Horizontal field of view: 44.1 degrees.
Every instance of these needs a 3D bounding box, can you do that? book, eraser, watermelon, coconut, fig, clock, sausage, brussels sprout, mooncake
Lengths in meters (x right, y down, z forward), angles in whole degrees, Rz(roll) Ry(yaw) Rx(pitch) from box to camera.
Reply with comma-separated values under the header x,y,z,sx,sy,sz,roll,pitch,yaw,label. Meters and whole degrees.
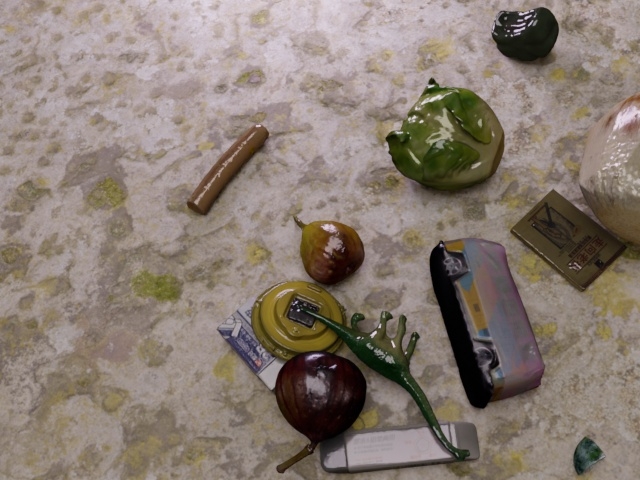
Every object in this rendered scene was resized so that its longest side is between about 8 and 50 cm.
x,y,z,sx,sy,sz,roll,pitch,yaw,label
0.600,-0.003,1.927,0.161,0.026,0.231,-42,67,-11,book
-0.135,0.251,1.897,0.124,0.068,0.210,-40,67,-12,eraser
0.584,0.471,1.706,0.061,0.085,0.085,18,66,-16,watermelon
0.803,-0.191,1.809,0.415,0.345,0.416,-4,67,9,coconut
-0.001,0.366,1.723,0.203,0.186,0.250,10,51,-8,fig
-0.047,0.180,1.877,0.237,0.057,0.237,8,50,-9,clock
0.000,0.000,1.970,0.159,0.159,0.257,-39,45,-10,fig
-0.247,-0.198,2.126,0.065,0.066,0.301,32,72,20,sausage
0.316,-0.255,1.983,0.294,0.227,0.260,18,83,8,brussels sprout
0.175,0.460,1.756,0.351,0.061,0.089,-7,65,6,eraser
0.547,-0.559,2.119,0.168,0.175,0.104,33,72,-6,mooncake

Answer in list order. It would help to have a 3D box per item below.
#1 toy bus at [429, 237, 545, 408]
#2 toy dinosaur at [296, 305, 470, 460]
x,y,z,sx,sy,sz,roll,pitch,yaw,label
0.379,0.172,1.810,0.162,0.171,0.386,-10,63,-8,toy bus
0.132,0.303,1.774,0.446,0.087,0.301,14,55,4,toy dinosaur
